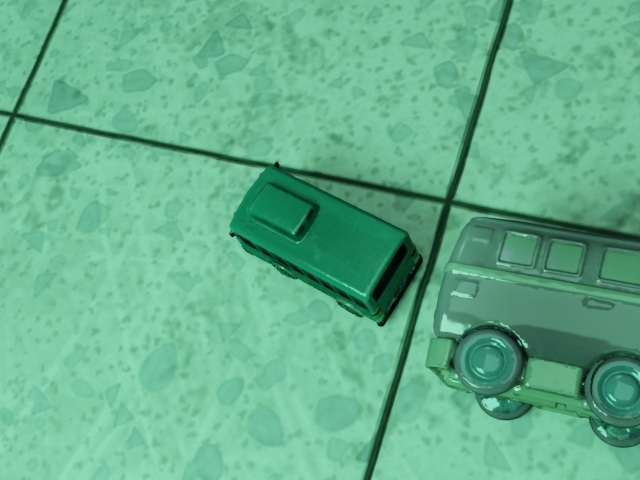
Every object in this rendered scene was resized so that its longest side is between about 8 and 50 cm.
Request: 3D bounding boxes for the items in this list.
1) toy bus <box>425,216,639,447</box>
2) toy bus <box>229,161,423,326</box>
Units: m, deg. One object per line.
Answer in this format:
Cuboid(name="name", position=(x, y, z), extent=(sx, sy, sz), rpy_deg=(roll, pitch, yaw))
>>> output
Cuboid(name="toy bus", position=(0.195, 0.070, 0.689), extent=(0.202, 0.142, 0.142), rpy_deg=(10, 74, 20))
Cuboid(name="toy bus", position=(0.000, 0.000, 0.801), extent=(0.160, 0.092, 0.079), rpy_deg=(28, 78, 24))
